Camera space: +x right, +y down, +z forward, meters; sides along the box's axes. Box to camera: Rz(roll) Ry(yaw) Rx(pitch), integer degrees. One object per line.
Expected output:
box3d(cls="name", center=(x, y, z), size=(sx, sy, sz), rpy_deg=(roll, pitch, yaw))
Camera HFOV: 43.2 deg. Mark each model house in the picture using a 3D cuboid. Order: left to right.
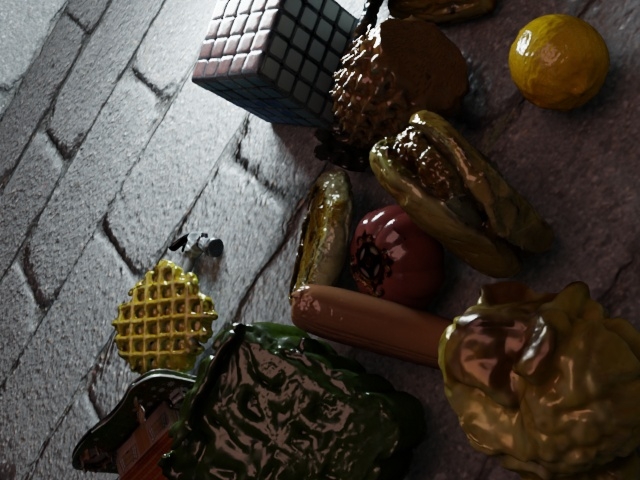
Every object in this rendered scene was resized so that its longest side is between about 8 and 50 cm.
box3d(cls="model house", center=(-0.311, 0.401, 1.526), size=(0.294, 0.207, 0.154), rpy_deg=(-47, 48, 19))

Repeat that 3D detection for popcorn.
box3d(cls="popcorn", center=(0.300, 0.197, 1.020), size=(0.265, 0.225, 0.332), rpy_deg=(-33, 72, 44))

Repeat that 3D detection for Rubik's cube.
box3d(cls="Rubik's cube", center=(-0.081, -0.383, 1.650), size=(0.237, 0.237, 0.238), rpy_deg=(11, 80, 48))

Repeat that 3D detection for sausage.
box3d(cls="sausage", center=(0.090, 0.132, 1.240), size=(0.289, 0.086, 0.086), rpy_deg=(16, 81, 11))

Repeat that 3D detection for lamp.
box3d(cls="lamp", center=(0.130, 0.031, 1.314), size=(0.182, 0.140, 0.182), rpy_deg=(18, 112, 54))

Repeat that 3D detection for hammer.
box3d(cls="hammer", center=(-0.330, 0.182, 1.768), size=(0.152, 0.044, 0.427), rpy_deg=(8, 77, 47))

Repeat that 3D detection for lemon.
box3d(cls="lemon", center=(0.358, -0.273, 1.230), size=(0.142, 0.142, 0.187), rpy_deg=(-50, 33, 15))

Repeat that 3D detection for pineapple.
box3d(cls="pineapple", center=(0.090, -0.228, 1.447), size=(0.357, 0.223, 0.223), rpy_deg=(-39, 45, 52))

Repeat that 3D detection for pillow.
box3d(cls="pillow", center=(0.095, -0.438, 1.519), size=(0.189, 0.034, 0.256), rpy_deg=(-62, -9, -71))

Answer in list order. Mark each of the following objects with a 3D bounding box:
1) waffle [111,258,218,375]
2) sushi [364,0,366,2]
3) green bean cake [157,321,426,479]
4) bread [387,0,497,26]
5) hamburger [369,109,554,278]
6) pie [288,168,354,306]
box3d(cls="waffle", center=(-0.335, 0.176, 1.714), size=(0.254, 0.052, 0.245), rpy_deg=(-49, 61, 11))
box3d(cls="sushi", center=(0.127, -0.625, 1.614), size=(0.287, 0.149, 0.140), rpy_deg=(-55, 28, 8))
box3d(cls="green bean cake", center=(-0.041, 0.310, 1.223), size=(0.319, 0.218, 0.335), rpy_deg=(27, 97, 24))
box3d(cls="bread", center=(0.231, -0.503, 1.495), size=(0.235, 0.099, 0.210), rpy_deg=(3, 73, 46))
box3d(cls="hamburger", center=(0.201, -0.065, 1.178), size=(0.144, 0.283, 0.259), rpy_deg=(-41, 42, 13))
box3d(cls="pie", center=(0.000, 0.000, 1.440), size=(0.274, 0.055, 0.274), rpy_deg=(-167, 90, -77))
